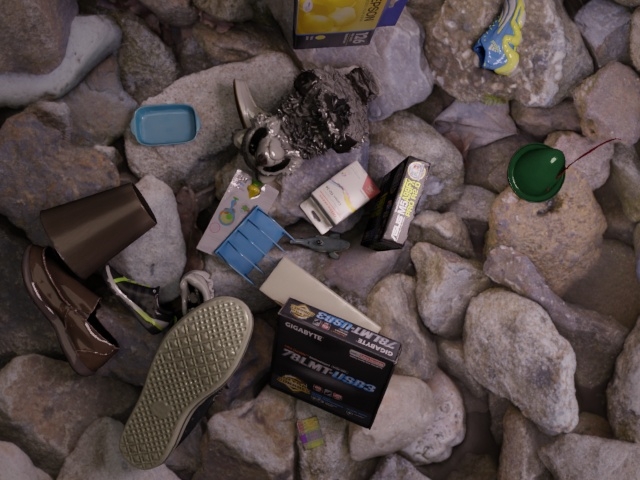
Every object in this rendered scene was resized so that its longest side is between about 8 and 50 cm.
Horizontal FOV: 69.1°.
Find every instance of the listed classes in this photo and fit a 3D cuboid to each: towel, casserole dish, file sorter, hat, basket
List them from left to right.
[{"bbox_3d":[-0.561,-0.044,1.209,0.227,0.154,0.204,-31,96,-9],"label":"basket"},{"bbox_3d":[-0.425,-0.317,1.289,0.189,0.037,0.114,-5,87,-6],"label":"casserole dish"},{"bbox_3d":[-0.170,0.017,1.233,0.170,0.104,0.118,-48,122,-5],"label":"file sorter"},{"bbox_3d":[-0.028,0.529,1.283,0.060,0.009,0.083,-17,89,-6],"label":"towel"},{"bbox_3d":[0.655,-0.217,1.295,0.173,0.183,0.208,32,85,-2],"label":"hat"}]

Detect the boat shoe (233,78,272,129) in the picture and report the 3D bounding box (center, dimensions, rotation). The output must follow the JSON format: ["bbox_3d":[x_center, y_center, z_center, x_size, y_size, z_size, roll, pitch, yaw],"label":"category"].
[{"bbox_3d":[-0.163,-0.315,1.284,0.096,0.098,0.276,-20,98,-7],"label":"boat shoe"}]

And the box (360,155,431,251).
[{"bbox_3d":[0.186,-0.083,1.208,0.060,0.270,0.216,19,86,-4],"label":"box"}]

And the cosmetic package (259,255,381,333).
[{"bbox_3d":[-0.004,0.174,1.232,0.310,0.160,0.113,36,85,-1],"label":"cosmetic package"}]

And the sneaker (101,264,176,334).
[{"bbox_3d":[-0.478,0.145,1.243,0.097,0.084,0.234,-42,99,-18],"label":"sneaker"}]

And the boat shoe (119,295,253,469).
[{"bbox_3d":[-0.321,0.336,1.148,0.187,0.156,0.500,33,103,5],"label":"boat shoe"}]

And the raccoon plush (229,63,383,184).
[{"bbox_3d":[-0.018,-0.293,1.243,0.299,0.446,0.216,-22,93,35],"label":"raccoon plush"}]

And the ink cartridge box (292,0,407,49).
[{"bbox_3d":[0.083,-0.592,1.213,0.308,0.303,0.072,-4,90,-4],"label":"ink cartridge box"}]

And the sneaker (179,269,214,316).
[{"bbox_3d":[-0.311,0.222,1.227,0.110,0.118,0.291,-18,90,-7],"label":"sneaker"}]

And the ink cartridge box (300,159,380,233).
[{"bbox_3d":[0.052,-0.118,1.299,0.198,0.067,0.115,-38,91,-5],"label":"ink cartridge box"}]

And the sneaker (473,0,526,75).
[{"bbox_3d":[0.518,-0.607,1.355,0.126,0.091,0.239,4,87,-4],"label":"sneaker"}]

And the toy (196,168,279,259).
[{"bbox_3d":[-0.228,-0.063,1.268,0.137,0.056,0.237,28,93,-32],"label":"toy"}]

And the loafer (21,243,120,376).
[{"bbox_3d":[-0.634,0.164,1.207,0.130,0.134,0.365,-26,99,-10],"label":"loafer"}]

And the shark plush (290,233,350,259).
[{"bbox_3d":[0.000,0.000,1.288,0.161,0.067,0.073,17,86,-3],"label":"shark plush"}]

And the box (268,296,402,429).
[{"bbox_3d":[0.024,0.310,1.151,0.296,0.293,0.073,21,41,11],"label":"box"}]
